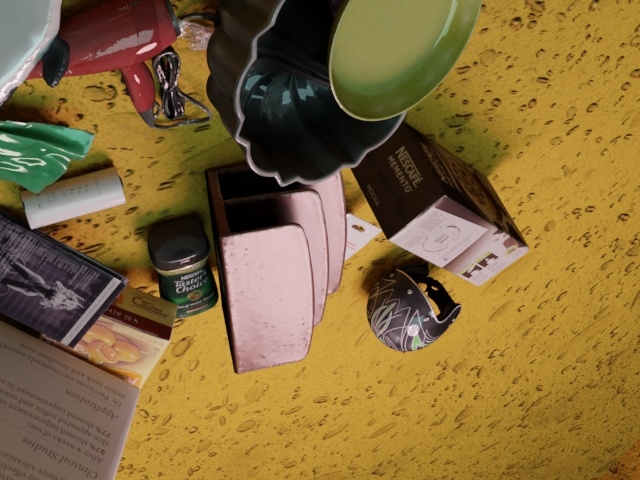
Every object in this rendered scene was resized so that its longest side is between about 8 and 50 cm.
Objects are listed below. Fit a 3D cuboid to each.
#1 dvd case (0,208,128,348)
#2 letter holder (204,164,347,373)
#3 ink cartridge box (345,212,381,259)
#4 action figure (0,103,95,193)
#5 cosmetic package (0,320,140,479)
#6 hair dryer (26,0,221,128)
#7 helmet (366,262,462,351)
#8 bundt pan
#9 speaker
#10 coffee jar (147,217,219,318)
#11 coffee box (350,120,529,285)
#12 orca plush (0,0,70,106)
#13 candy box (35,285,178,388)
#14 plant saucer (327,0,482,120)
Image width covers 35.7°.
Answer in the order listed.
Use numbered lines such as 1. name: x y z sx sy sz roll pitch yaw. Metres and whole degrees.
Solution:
1. dvd case: -0.413 0.056 1.433 0.221 0.018 0.164 32 122 -20
2. letter holder: -0.049 0.038 1.531 0.214 0.152 0.301 -9 134 -8
3. ink cartridge box: 0.000 0.000 1.668 0.181 0.061 0.104 -38 144 22
4. action figure: -0.413 -0.125 1.220 0.137 0.063 0.232 -42 148 28
5. cosmetic package: -0.518 0.375 1.467 0.329 0.393 0.327 31 125 -16
6. hair dryer: -0.224 -0.206 1.212 0.294 0.080 0.223 5 137 -37
7. helmet: 0.166 0.129 1.869 0.161 0.169 0.169 -17 151 -42
8. bundt pan: -0.005 -0.235 1.218 0.331 0.124 0.330 -29 142 -26
9. speaker: -0.339 -0.060 1.369 0.136 0.055 0.055 -17 147 -12
10. coffee jar: -0.217 0.044 1.574 0.096 0.079 0.184 -18 146 -11
11. coffee box: 0.198 -0.055 1.622 0.119 0.168 0.297 -39 145 21
12. orca plush: -0.358 -0.198 1.106 0.151 0.102 0.287 10 107 -14
13. candy box: -0.377 0.195 1.618 0.183 0.087 0.316 23 129 -15
14. plant saucer: 0.094 -0.254 1.166 0.241 0.037 0.241 -29 142 -25
